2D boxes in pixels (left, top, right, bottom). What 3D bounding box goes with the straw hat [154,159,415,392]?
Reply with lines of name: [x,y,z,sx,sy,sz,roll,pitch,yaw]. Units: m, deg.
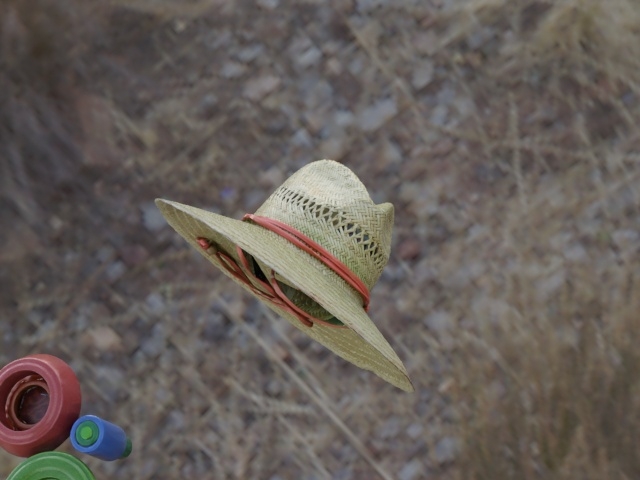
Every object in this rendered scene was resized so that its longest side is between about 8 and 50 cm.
straw hat: [0.000,0.000,0.700,0.061,0.144,0.144,-53,39,-8]

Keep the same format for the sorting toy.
sorting toy: [-0.117,0.100,0.761,0.061,0.042,0.102,-21,67,13]
